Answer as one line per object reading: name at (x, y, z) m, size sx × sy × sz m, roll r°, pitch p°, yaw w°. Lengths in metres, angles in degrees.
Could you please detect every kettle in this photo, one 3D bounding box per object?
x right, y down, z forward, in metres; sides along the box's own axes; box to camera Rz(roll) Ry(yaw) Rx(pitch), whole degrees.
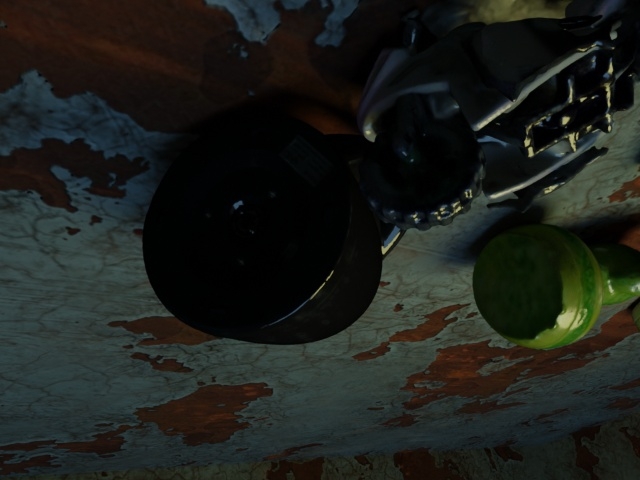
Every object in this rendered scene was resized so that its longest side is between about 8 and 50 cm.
kettle at (0.000, 0.000, 0.599) m, size 0.268 × 0.207 × 0.290 m, roll -42°, pitch 153°, yaw 5°

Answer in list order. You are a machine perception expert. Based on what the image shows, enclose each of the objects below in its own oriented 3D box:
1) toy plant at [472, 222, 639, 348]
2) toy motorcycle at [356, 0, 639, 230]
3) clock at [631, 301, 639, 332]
toy plant at (0.407, 0.065, 0.852) m, size 0.316 × 0.184 × 0.224 m, roll -1°, pitch 175°, yaw -28°
toy motorcycle at (0.163, -0.140, 0.460) m, size 0.327 × 0.188 × 0.143 m, roll -30°, pitch 136°, yaw 2°
clock at (0.834, 0.115, 1.137) m, size 0.235 × 0.096 × 0.308 m, roll -6°, pitch 147°, yaw -8°
